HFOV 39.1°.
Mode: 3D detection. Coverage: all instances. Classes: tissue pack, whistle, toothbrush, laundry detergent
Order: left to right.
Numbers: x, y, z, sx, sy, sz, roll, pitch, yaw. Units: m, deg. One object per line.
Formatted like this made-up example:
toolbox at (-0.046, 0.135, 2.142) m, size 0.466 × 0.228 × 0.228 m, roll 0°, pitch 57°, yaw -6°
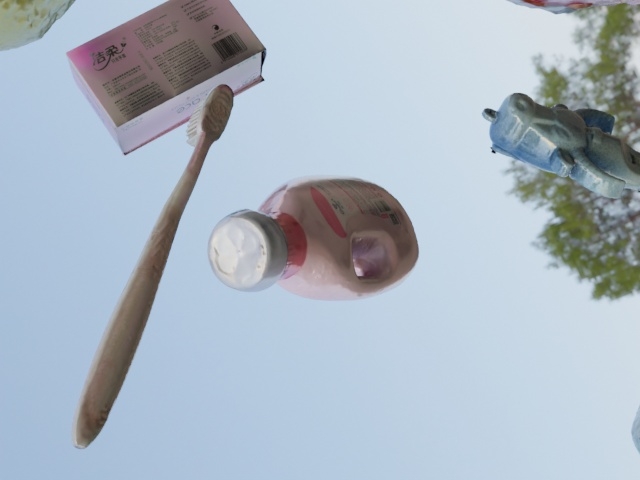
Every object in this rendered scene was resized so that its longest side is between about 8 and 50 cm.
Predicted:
toothbrush at (-0.115, 0.004, 0.634) m, size 0.025 × 0.030 × 0.307 m, roll 37°, pitch -129°, yaw -29°
tissue pack at (-0.220, -0.253, 1.304) m, size 0.148 × 0.246 × 0.092 m, roll 55°, pitch 165°, yaw 14°
laundry detergent at (0.000, 0.000, 0.994) m, size 0.159 × 0.088 × 0.335 m, roll 58°, pitch -153°, yaw 11°
whistle at (0.349, -0.132, 1.250) m, size 0.269 × 0.093 × 0.180 m, roll 17°, pitch -140°, yaw -3°

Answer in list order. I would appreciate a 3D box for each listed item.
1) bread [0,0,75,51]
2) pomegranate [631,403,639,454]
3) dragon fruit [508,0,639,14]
bread at (-0.338, -0.326, 0.804) m, size 0.237 × 0.321 × 0.320 m, roll -49°, pitch -66°, yaw -20°
pomegranate at (0.387, 0.083, 0.675) m, size 0.216 × 0.309 × 0.358 m, roll 26°, pitch 179°, yaw 19°
dragon fruit at (0.108, -0.212, 0.372) m, size 0.241 × 0.252 × 0.240 m, roll -53°, pitch -25°, yaw -38°
